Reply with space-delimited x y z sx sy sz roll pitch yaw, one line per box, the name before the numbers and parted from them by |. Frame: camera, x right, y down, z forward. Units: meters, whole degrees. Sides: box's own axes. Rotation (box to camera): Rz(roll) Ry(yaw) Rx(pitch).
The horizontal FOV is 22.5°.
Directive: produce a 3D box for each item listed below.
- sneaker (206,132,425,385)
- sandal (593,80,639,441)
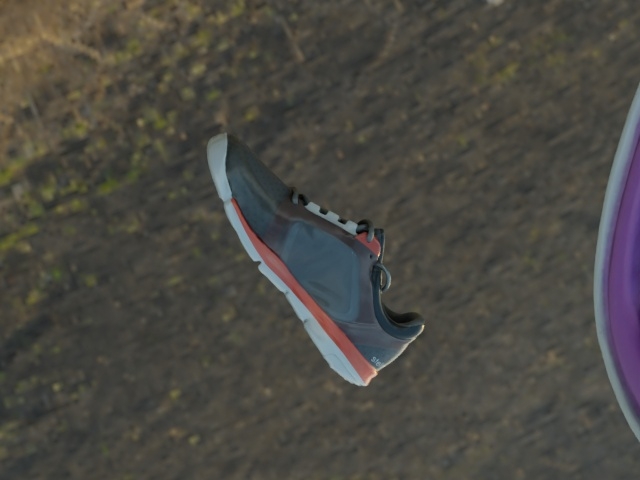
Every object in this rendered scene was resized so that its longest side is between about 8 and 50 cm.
sneaker | 0.000 0.000 0.857 0.065 0.158 0.061 -34 -166 8
sandal | 0.129 -0.106 0.410 0.102 0.169 0.416 -7 115 -26
